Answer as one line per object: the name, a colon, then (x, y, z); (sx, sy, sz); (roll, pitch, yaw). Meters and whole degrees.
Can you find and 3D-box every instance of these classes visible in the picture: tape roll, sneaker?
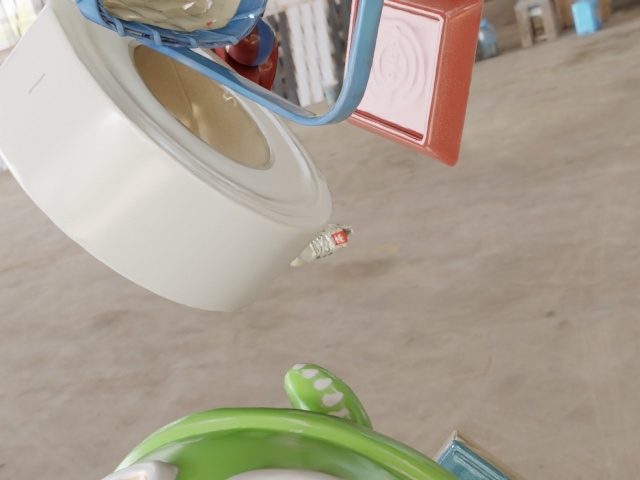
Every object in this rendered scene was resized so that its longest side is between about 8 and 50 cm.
tape roll: (-0.125, -0.079, 0.781); (0.100, 0.286, 0.286); (-45, 9, 20)
sneaker: (0.000, 0.000, 1.583); (0.075, 0.057, 0.161); (-15, 4, 29)

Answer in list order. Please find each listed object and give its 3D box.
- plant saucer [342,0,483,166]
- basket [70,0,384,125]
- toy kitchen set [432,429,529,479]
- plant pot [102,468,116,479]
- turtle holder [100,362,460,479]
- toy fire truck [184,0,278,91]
plant saucer: (0.122, -0.270, 1.473); (0.047, 0.259, 0.259); (-14, 30, -39)
basket: (-0.070, -0.232, 0.630); (0.288, 0.255, 0.201); (22, 19, 25)
toy kitchen set: (0.136, 0.348, 1.052); (0.207, 0.122, 0.166); (-57, -4, 14)
plant pot: (-0.132, 0.371, 1.098); (0.262, 0.263, 0.229); (-15, -14, 7)
turtle holder: (-0.003, 0.238, 0.416); (0.243, 0.320, 0.227); (-27, 7, 23)
toy fire truck: (-0.115, -0.200, 1.041); (0.169, 0.302, 0.254); (8, -32, -18)
